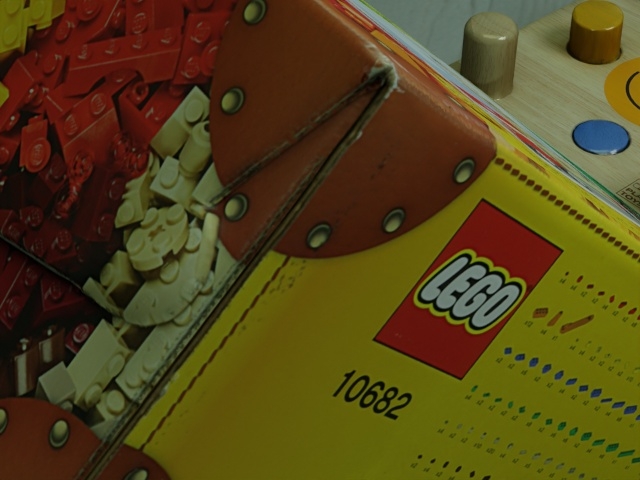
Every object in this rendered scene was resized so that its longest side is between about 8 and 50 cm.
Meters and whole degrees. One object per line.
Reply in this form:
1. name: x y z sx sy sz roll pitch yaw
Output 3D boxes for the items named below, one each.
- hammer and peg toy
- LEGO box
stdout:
1. hammer and peg toy: 0.270 -0.062 1.060 0.266 0.127 0.361 -28 49 -29
2. LEGO box: 0.000 0.000 0.720 0.193 0.500 0.372 -52 52 8
